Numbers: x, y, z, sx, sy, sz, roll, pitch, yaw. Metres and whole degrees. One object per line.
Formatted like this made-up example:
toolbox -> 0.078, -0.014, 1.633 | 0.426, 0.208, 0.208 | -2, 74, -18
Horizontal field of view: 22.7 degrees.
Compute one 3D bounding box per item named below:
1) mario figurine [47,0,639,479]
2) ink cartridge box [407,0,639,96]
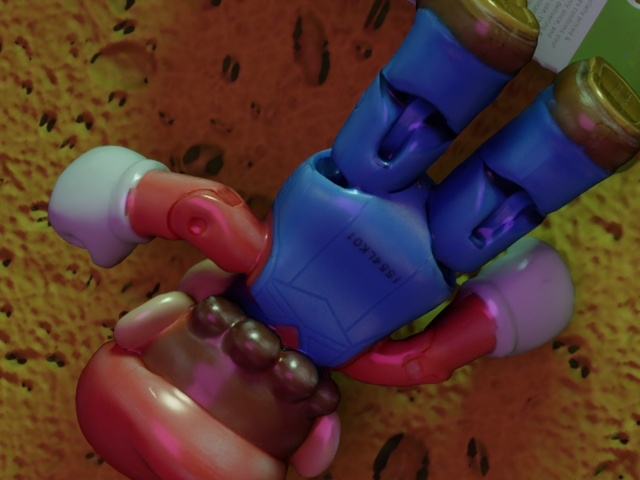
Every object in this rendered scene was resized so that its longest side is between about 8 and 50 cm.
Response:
mario figurine -> 0.000, 0.000, 0.785 | 0.320, 0.170, 0.198 | -43, 69, 21
ink cartridge box -> 0.088, -0.200, 0.777 | 0.255, 0.097, 0.188 | 27, 100, -22
